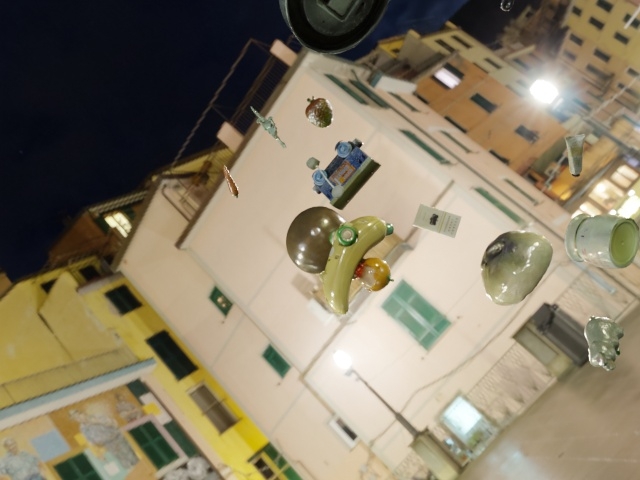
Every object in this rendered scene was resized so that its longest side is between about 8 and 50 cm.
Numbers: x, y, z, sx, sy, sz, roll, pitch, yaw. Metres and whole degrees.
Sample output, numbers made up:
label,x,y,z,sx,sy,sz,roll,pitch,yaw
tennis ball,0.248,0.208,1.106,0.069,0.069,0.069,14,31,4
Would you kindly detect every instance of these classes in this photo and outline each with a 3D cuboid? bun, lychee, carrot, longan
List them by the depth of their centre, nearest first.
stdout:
label,x,y,z,sx,sy,sz,roll,pitch,yaw
bun,0.605,0.079,1.784,0.273,0.168,0.273,-57,4,6
longan,0.000,0.000,2.015,0.258,0.258,0.258,-41,-20,-18
carrot,-0.353,-0.230,2.196,0.035,0.142,0.035,-22,9,4
lychee,-0.007,-0.537,2.335,0.114,0.147,0.114,-29,-3,-2

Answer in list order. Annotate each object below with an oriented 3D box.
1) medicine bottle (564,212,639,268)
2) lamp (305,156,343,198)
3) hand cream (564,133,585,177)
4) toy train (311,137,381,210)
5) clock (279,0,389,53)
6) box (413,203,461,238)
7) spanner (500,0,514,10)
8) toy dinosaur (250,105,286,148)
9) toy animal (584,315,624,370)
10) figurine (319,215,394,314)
label,x,y,z,sx,sy,sz,roll,pitch,yaw
medicine bottle,0.767,-0.001,1.533,0.147,0.147,0.143,-40,23,-20
lamp,0.017,-0.229,2.053,0.050,0.198,0.056,-48,-35,16
hand cream,0.938,-0.310,2.062,0.195,0.067,0.042,61,-147,-44
toy train,0.107,-0.289,2.435,0.300,0.202,0.131,-50,-25,14
clock,0.049,-0.778,1.741,0.386,0.076,0.386,-20,-41,-19
box,0.447,-0.074,2.146,0.024,0.166,0.090,17,-88,-79
spanner,0.629,-0.883,1.747,0.087,0.024,0.316,2,-60,-12
toy dinosaur,-0.168,-0.375,1.864,0.044,0.187,0.106,-46,-45,-3
toy animal,0.909,0.348,1.823,0.236,0.138,0.108,-37,-16,-43
figurine,0.120,0.077,1.742,0.124,0.222,0.325,164,126,-75
